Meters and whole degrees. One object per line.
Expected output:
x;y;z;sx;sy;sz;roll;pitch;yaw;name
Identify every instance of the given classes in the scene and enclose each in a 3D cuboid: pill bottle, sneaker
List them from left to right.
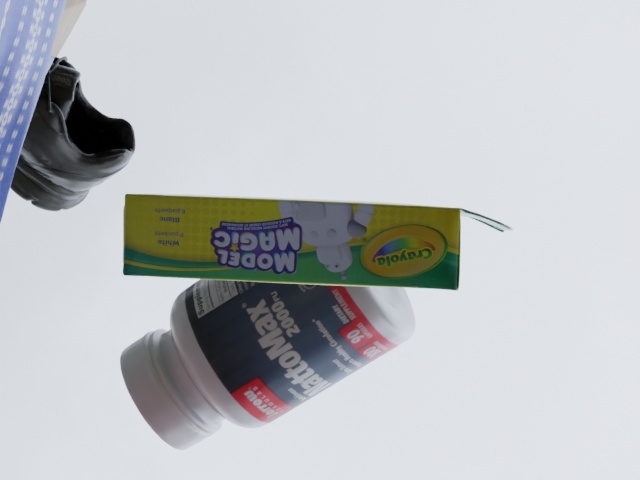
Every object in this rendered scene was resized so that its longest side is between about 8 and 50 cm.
-0.282;-0.137;1.732;0.130;0.286;0.109;-22;-132;41;sneaker
-0.038;0.062;1.318;0.180;0.108;0.108;-32;-122;13;pill bottle

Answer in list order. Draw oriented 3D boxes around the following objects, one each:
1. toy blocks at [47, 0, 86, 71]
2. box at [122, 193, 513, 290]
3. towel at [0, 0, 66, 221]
-0.317;-0.223;1.487;0.381;0.191;0.261;33;-83;25;toy blocks
0.000;0.000;0.948;0.179;0.105;0.043;1;-89;2;box
-0.145;-0.069;0.702;0.040;0.336;0.243;19;-86;8;towel
